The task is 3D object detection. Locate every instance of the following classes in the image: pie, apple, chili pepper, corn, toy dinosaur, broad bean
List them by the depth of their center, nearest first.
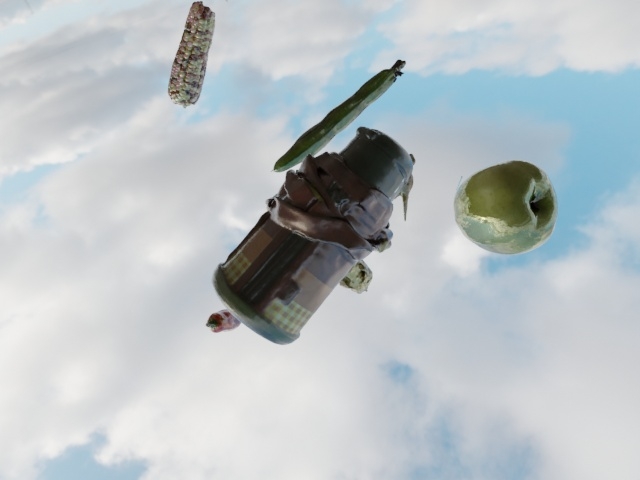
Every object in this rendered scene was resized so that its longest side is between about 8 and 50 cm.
[{"bbox_3d":[0.030,-0.211,0.822,0.297,0.043,0.060,-41,-166,-3],"label":"broad bean"},{"bbox_3d":[-0.246,0.204,1.194,0.050,0.191,0.059,-31,-103,13],"label":"chili pepper"},{"bbox_3d":[0.000,0.000,1.196,0.083,0.339,0.339,-47,-143,8],"label":"pie"},{"bbox_3d":[-0.340,-0.488,1.254,0.092,0.280,0.092,20,-151,-12],"label":"corn"},{"bbox_3d":[0.247,-0.151,1.338,0.126,0.162,0.039,-35,-163,14],"label":"toy dinosaur"},{"bbox_3d":[0.679,-0.119,1.735,0.357,0.357,0.357,-12,-144,9],"label":"apple"}]

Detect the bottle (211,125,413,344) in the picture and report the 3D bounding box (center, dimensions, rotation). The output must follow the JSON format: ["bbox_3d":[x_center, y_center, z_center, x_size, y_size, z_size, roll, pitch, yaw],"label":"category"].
[{"bbox_3d":[0.005,-0.009,0.564,0.271,0.156,0.143,-49,-147,1],"label":"bottle"}]

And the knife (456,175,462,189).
[{"bbox_3d":[0.603,-0.248,2.047,0.005,0.091,0.014,22,-124,13],"label":"knife"}]
